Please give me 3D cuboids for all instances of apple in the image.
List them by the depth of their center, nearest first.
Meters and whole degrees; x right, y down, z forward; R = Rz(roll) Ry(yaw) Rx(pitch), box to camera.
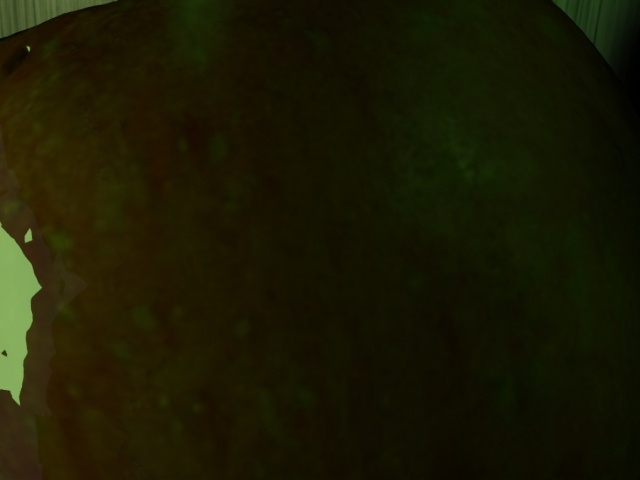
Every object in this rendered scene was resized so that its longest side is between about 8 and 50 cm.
[{"bbox_3d":[-0.017,0.040,0.653,0.339,0.340,0.339,179,90,-85],"label":"apple"}]
